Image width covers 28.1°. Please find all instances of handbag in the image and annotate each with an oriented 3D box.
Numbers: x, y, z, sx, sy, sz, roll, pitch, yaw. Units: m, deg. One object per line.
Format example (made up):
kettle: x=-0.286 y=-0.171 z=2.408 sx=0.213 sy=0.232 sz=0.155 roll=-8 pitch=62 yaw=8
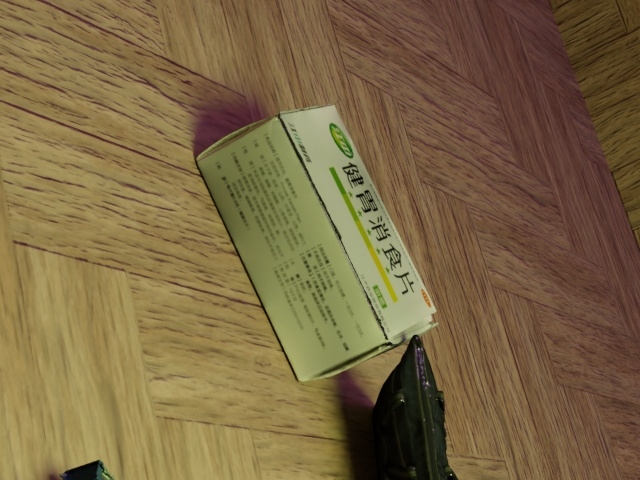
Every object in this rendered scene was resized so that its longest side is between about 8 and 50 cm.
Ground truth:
handbag: x=0.114 y=0.271 z=1.577 sx=0.088 sy=0.211 sz=0.254 roll=0 pitch=56 yaw=-11

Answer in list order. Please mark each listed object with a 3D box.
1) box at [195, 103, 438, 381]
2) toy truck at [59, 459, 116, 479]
box: x=0.001 y=0.002 z=1.632 sx=0.173 sy=0.145 sz=0.333 roll=-21 pitch=84 yaw=-61
toy truck: x=-0.216 y=0.283 z=1.092 sx=0.088 sy=0.074 sz=0.202 roll=54 pitch=26 yaw=-37
